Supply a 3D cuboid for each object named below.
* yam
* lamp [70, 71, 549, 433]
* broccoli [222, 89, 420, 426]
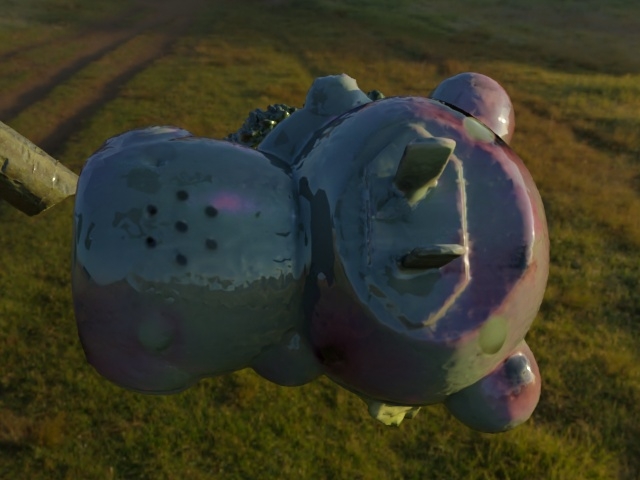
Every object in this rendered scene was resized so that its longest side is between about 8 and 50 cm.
[{"bbox_3d":[-0.319,-0.078,0.764,0.146,0.069,0.069,37,11,-23],"label":"yam"},{"bbox_3d":[0.000,0.000,0.478,0.301,0.247,0.247,-1,-14,-3],"label":"lamp"},{"bbox_3d":[-0.051,0.047,0.911,0.275,0.396,0.353,-14,-4,-42],"label":"broccoli"}]
